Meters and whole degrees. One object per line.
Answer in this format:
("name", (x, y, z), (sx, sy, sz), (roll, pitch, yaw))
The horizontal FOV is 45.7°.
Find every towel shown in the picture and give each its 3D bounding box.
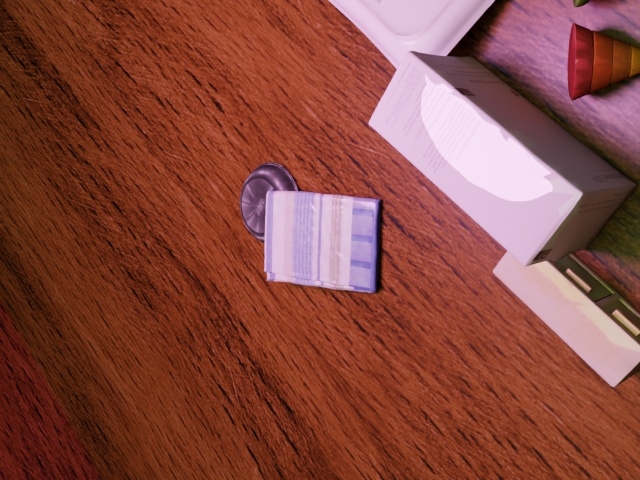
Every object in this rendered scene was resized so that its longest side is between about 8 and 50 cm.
("towel", (0.000, 0.000, 1.644), (0.285, 0.034, 0.209), (6, 100, 30))

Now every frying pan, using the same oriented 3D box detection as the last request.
("frying pan", (-0.097, -0.028, 1.753), (0.197, 0.053, 0.326), (-42, 66, 39))

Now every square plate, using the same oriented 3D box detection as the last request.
("square plate", (0.172, -0.514, 1.355), (0.344, 0.049, 0.347), (-48, 66, 19))

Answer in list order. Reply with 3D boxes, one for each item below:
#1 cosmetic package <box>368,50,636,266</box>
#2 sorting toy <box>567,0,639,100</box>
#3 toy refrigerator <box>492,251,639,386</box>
("cosmetic package", (0.293, -0.144, 1.257), (0.385, 0.217, 0.156), (45, 124, 27))
("sorting toy", (0.453, -0.400, 1.165), (0.126, 0.127, 0.365), (2, 97, 13))
("toy refrigerator", (0.426, 0.102, 1.251), (0.269, 0.102, 0.094), (48, 126, 27))
